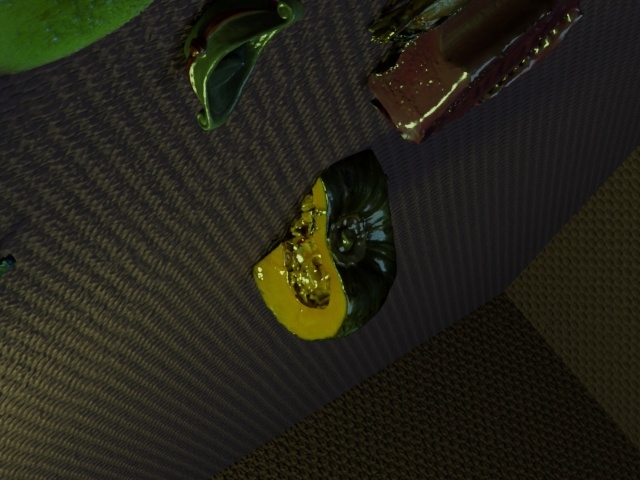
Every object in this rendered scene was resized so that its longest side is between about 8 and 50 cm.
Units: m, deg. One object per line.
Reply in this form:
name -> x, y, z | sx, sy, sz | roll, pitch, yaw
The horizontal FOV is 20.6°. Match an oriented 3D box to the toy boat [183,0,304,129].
toy boat -> -0.083, -0.183, 1.672 | 0.089, 0.071, 0.185 | -27, 163, -46

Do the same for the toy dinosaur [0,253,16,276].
toy dinosaur -> -0.421, 0.149, 1.849 | 0.147, 0.076, 0.363 | -36, 165, -46

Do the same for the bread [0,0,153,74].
bread -> -0.162, -0.231, 1.351 | 0.301, 0.045, 0.301 | -38, 168, -9

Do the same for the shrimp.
shrimp -> 0.154, -0.300, 2.022 | 0.236, 0.053, 0.133 | -41, -167, 3

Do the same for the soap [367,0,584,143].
soap -> 0.189, -0.242, 2.159 | 0.289, 0.112, 0.182 | -39, 167, 7

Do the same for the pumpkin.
pumpkin -> 0.001, 0.000, 2.522 | 0.139, 0.190, 0.281 | -28, 120, -39
